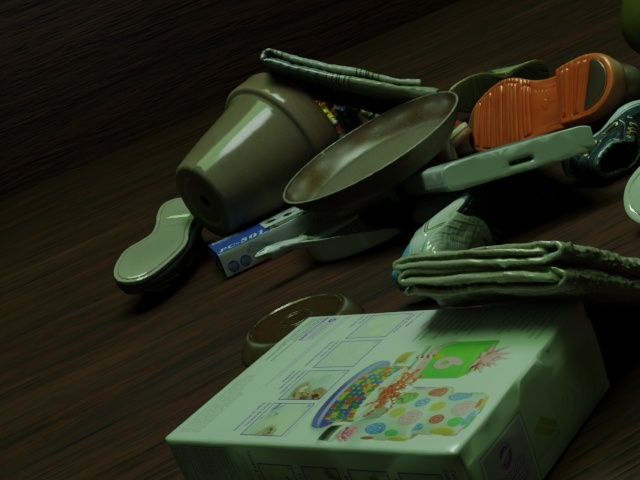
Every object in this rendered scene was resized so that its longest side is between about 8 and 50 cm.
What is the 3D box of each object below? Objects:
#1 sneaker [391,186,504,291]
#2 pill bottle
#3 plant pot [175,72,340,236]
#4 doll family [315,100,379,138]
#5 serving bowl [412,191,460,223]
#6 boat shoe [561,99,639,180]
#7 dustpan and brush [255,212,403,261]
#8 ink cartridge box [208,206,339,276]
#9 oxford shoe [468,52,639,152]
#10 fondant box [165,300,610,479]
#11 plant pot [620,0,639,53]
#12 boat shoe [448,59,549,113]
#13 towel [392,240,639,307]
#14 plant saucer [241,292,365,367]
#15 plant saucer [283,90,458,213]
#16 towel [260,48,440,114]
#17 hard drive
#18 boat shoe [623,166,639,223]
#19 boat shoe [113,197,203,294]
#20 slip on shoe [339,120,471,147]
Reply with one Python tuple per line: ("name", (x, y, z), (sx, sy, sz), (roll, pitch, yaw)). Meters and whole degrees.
("sneaker", (0.168, -0.004, 1.370), (0.086, 0.085, 0.237), (-18, 11, 39))
("pill bottle", (0.148, -0.110, 1.727), (0.152, 0.086, 0.086), (-18, 16, 14))
("plant pot", (-0.125, -0.128, 1.858), (0.229, 0.263, 0.263), (-38, 22, -28))
("doll family", (0.047, -0.242, 2.145), (0.118, 0.163, 0.263), (-31, 19, -30))
("serving bowl", (0.177, -0.055, 1.618), (0.083, 0.027, 0.083), (-20, 15, 6))
("boat shoe", (0.434, -0.139, 1.502), (0.183, 0.065, 0.083), (-35, 20, -18))
("dustpan and brush", (0.000, 0.000, 1.606), (0.211, 0.060, 0.147), (-28, 17, -21))
("ink cartridge box", (-0.078, -0.009, 1.764), (0.207, 0.046, 0.097), (-25, 15, -10))
("oxford shoe", (0.384, -0.204, 1.737), (0.133, 0.130, 0.363), (7, -8, -31))
("fondant box", (0.058, 0.156, 0.963), (0.330, 0.096, 0.238), (-8, 20, 42))
("plant pot", (0.635, -0.411, 1.826), (0.275, 0.275, 0.293), (-23, 1, -4))
("boat shoe", (0.350, -0.307, 2.136), (0.223, 0.080, 0.073), (-20, 10, -14))
("towel", (0.217, 0.040, 1.012), (0.187, 0.049, 0.282), (-5, -9, 42))
("plant saucer", (-0.027, 0.109, 1.348), (0.168, 0.029, 0.168), (-21, 15, 6))
("plant saucer", (0.085, -0.128, 1.640), (0.310, 0.050, 0.310), (-28, 18, 10))
("towel", (0.074, -0.277, 1.904), (0.324, 0.056, 0.312), (15, 0, 10))
("hard drive", (0.243, -0.110, 1.518), (0.203, 0.040, 0.307), (-16, 2, -5))
("boat shoe", (0.496, -0.065, 1.172), (0.319, 0.116, 0.099), (-17, -28, 41))
("boat shoe", (-0.264, 0.028, 1.848), (0.112, 0.095, 0.335), (-4, 24, 12))
("slip on shoe", (0.119, -0.168, 1.915), (0.331, 0.101, 0.123), (-10, 22, 40))
